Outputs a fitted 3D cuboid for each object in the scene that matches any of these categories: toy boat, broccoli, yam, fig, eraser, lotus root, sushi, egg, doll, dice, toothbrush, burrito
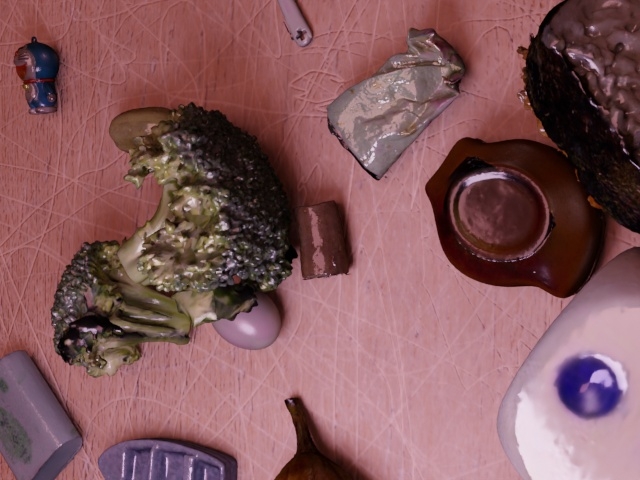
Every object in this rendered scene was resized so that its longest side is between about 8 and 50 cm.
[{"bbox_3d":[-0.273,0.414,1.743,0.283,0.078,0.127,3,91,31],"label":"toy boat"},{"bbox_3d":[-0.348,0.142,1.721,0.244,0.247,0.262,9,105,-12],"label":"broccoli"},{"bbox_3d":[0.000,0.000,1.597,0.084,0.084,0.127,-12,85,30],"label":"yam"},{"bbox_3d":[-0.039,0.400,1.554,0.191,0.191,0.290,-40,71,23],"label":"fig"},{"bbox_3d":[-0.576,0.355,1.921,0.174,0.081,0.227,-49,67,20],"label":"eraser"},{"bbox_3d":[-0.302,-0.195,1.774,0.183,0.090,0.077,2,62,28],"label":"lotus root"},{"bbox_3d":[0.421,-0.175,1.285,0.235,0.207,0.348,-23,74,-14],"label":"sushi"},{"bbox_3d":[-0.126,0.128,1.651,0.135,0.103,0.103,31,104,26],"label":"egg"},{"bbox_3d":[-0.555,-0.325,1.932,0.114,0.086,0.151,5,102,49],"label":"doll"},{"bbox_3d":[-0.187,-0.044,1.582,0.339,0.277,0.317,30,92,21],"label":"broccoli"},{"bbox_3d":[0.430,0.210,1.229,0.304,0.277,0.304,40,111,27],"label":"dice"},{"bbox_3d":[-0.111,-0.513,1.701,0.042,0.040,0.417,-31,73,24],"label":"toothbrush"},{"bbox_3d":[0.125,-0.217,1.529,0.229,0.089,0.144,-41,83,23],"label":"burrito"}]

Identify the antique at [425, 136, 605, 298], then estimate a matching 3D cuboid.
[{"bbox_3d":[0.274,-0.036,1.408,0.278,0.129,0.223,48,111,25],"label":"antique"}]
